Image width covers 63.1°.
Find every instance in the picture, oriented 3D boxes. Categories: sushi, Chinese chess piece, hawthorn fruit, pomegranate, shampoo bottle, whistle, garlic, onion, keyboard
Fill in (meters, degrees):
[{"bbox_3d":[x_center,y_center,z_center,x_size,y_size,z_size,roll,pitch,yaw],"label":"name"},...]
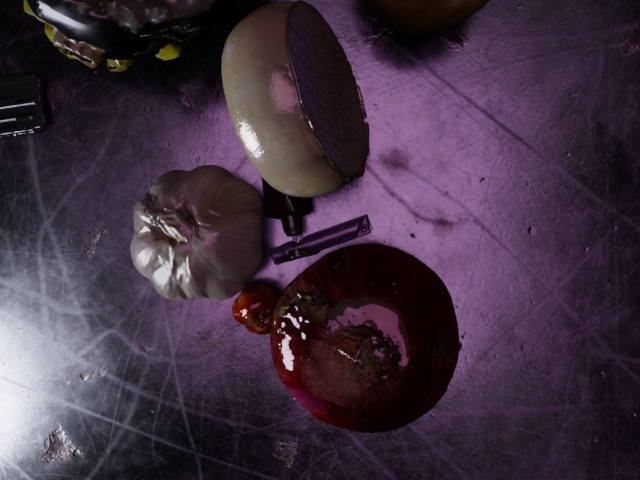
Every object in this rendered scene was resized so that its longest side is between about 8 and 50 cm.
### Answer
[{"bbox_3d":[-0.285,-0.422,0.765,0.328,0.285,0.328,-22,96,-18],"label":"sushi"},{"bbox_3d":[-0.026,-0.197,0.744,0.112,0.270,0.270,-13,91,23],"label":"Chinese chess piece"},{"bbox_3d":[-0.100,0.112,0.847,0.092,0.093,0.093,0,92,3],"label":"hawthorn fruit"},{"bbox_3d":[0.157,-0.417,0.760,0.232,0.233,0.234,0,92,3],"label":"pomegranate"},{"bbox_3d":[-0.054,-0.088,0.841,0.068,0.067,0.237,-11,85,21],"label":"shampoo bottle"},{"bbox_3d":[0.000,0.000,0.866,0.176,0.033,0.033,-19,90,3],"label":"whistle"},{"bbox_3d":[-0.195,-0.011,0.819,0.227,0.152,0.228,0,93,-1],"label":"garlic"},{"bbox_3d":[0.063,0.141,0.758,0.275,0.276,0.277,0,92,3],"label":"onion"},{"bbox_3d":[-0.599,-0.224,0.903,0.262,0.016,0.106,-7,91,4],"label":"keyboard"}]
